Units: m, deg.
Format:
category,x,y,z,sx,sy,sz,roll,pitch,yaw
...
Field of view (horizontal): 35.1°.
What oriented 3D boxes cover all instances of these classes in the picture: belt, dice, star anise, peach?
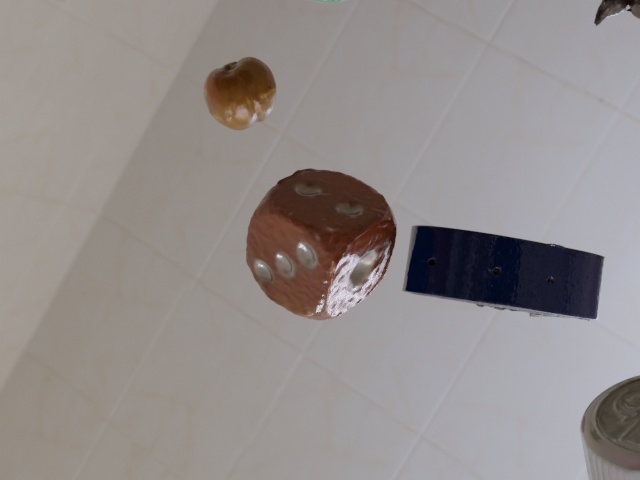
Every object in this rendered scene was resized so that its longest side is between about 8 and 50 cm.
category,x,y,z,sx,sy,sz,roll,pitch,yaw
belt,0.292,0.056,1.614,0.347,0.117,0.212,9,176,-26
dice,0.000,0.000,1.551,0.179,0.174,0.175,34,-138,28
star anise,0.533,-0.436,1.721,0.208,0.172,0.063,10,154,16
peach,-0.149,-0.274,1.902,0.138,0.138,0.138,30,-175,-3

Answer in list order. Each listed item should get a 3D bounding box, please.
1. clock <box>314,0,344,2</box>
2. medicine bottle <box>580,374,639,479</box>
category,x,y,z,sx,sy,sz,roll,pitch,yaw
clock,-0.035,-0.390,1.286,0.211,0.159,0.066,-1,-173,-28
medicine bottle,0.364,0.330,1.009,0.242,0.242,0.395,-135,24,-70
